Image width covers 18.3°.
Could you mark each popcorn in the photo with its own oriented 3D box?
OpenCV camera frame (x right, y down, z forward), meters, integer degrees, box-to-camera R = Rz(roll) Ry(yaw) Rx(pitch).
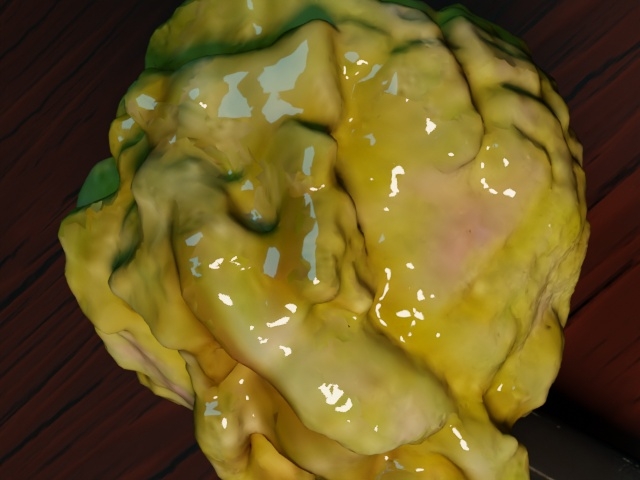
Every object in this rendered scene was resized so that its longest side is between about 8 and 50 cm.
[{"bbox_3d":[0.000,0.000,0.857,0.259,0.212,0.259,-19,53,28],"label":"popcorn"}]

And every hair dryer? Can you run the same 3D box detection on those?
[{"bbox_3d":[0.105,0.079,0.914,0.255,0.070,0.128,25,83,42],"label":"hair dryer"}]
